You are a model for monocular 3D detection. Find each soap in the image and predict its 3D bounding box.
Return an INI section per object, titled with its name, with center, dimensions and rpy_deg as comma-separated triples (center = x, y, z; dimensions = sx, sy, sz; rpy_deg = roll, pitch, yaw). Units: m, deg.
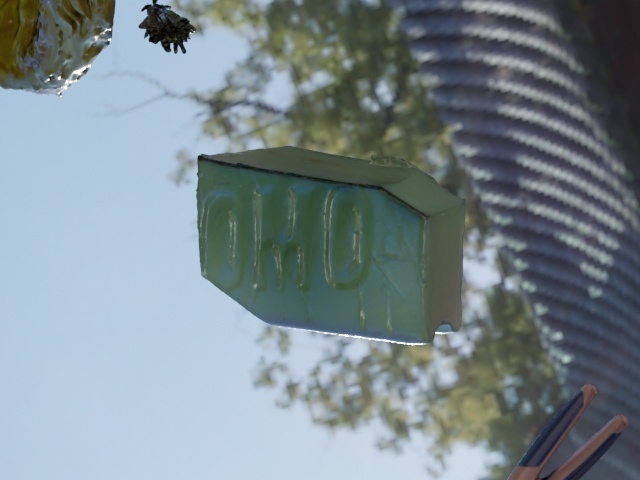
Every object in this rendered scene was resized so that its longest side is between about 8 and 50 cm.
[soap]
center = 0.000, 0.000, 1.360
dimensions = 0.091, 0.230, 0.145
rpy_deg = -15, -72, -61

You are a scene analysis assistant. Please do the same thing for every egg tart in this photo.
[egg tart]
center = -0.261, -0.286, 1.434
dimensions = 0.132, 0.341, 0.341
rpy_deg = -30, -79, -30

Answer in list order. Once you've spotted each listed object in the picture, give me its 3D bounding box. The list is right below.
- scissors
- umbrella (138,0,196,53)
[scissors]
center = 0.135, 0.138, 0.976
dimensions = 0.039, 0.113, 0.012
rpy_deg = 43, 173, -11
[umbrella]
center = -0.089, -0.122, 0.924
dimensions = 0.083, 0.031, 0.020
rpy_deg = -116, 19, -62
